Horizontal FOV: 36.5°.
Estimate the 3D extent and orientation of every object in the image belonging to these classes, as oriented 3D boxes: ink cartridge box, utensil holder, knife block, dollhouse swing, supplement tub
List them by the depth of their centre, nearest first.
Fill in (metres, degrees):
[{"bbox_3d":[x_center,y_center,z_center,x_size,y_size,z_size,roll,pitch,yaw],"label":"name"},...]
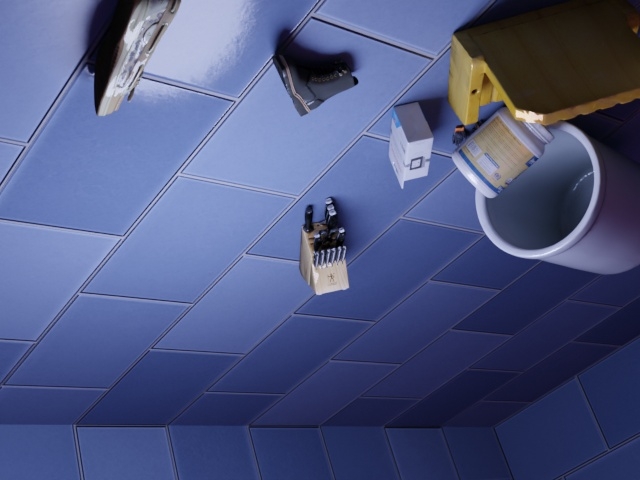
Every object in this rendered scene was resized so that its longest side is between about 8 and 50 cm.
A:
[{"bbox_3d":[0.473,-0.296,1.941,0.346,0.305,0.315,-16,150,-5],"label":"dollhouse swing"},{"bbox_3d":[0.198,-0.207,2.142,0.060,0.104,0.180,-14,151,-8],"label":"ink cartridge box"},{"bbox_3d":[0.413,-0.209,2.195,0.199,0.144,0.144,-43,144,17],"label":"supplement tub"},{"bbox_3d":[0.618,-0.093,2.354,0.385,0.328,0.327,12,139,-46],"label":"utensil holder"},{"bbox_3d":[0.000,0.000,2.428,0.088,0.242,0.276,-11,-165,-10],"label":"knife block"}]

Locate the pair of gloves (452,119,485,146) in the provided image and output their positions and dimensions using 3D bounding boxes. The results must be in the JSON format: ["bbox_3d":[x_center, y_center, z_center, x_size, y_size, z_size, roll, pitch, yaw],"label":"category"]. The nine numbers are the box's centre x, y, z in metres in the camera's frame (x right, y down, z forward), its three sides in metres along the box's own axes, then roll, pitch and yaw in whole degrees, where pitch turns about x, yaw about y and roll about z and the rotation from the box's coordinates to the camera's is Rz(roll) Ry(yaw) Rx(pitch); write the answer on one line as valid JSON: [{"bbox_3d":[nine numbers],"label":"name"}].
[{"bbox_3d":[0.346,-0.248,2.249,0.083,0.010,0.074,-14,151,-5],"label":"pair of gloves"}]

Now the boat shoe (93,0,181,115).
[{"bbox_3d":[-0.324,-0.318,1.672,0.089,0.105,0.285,4,143,-29],"label":"boat shoe"}]

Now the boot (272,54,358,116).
[{"bbox_3d":[-0.008,-0.327,1.875,0.137,0.077,0.198,-25,163,4],"label":"boot"}]
